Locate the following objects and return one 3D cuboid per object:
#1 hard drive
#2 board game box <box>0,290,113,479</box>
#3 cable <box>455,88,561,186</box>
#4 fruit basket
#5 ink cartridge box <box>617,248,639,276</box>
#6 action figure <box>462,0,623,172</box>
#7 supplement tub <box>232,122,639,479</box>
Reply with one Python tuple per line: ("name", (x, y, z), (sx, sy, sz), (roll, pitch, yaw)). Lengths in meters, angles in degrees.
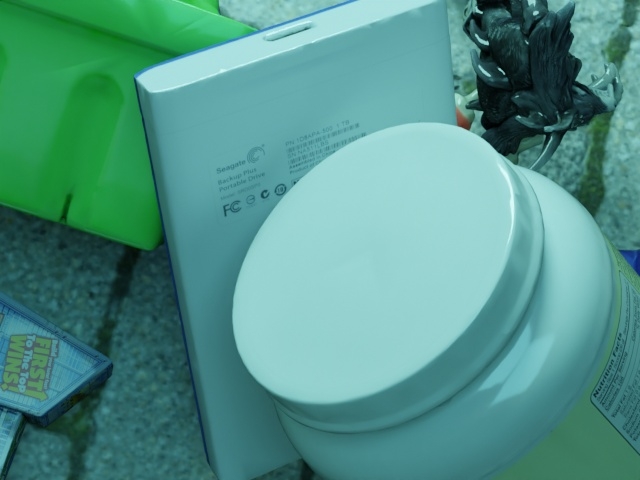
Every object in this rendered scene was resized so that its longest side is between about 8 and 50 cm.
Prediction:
("hard drive", (0.000, 0.000, 1.263), (0.210, 0.319, 0.040), (-21, 36, -19))
("board game box", (-0.255, 0.106, 1.318), (0.194, 0.060, 0.194), (18, 75, -2))
("cable", (0.031, -0.020, 1.375), (0.287, 0.072, 0.139), (-31, 80, -15))
("fruit basket", (-0.195, -0.206, 1.280), (0.392, 0.283, 0.392), (0, 91, -3))
("ink cartridge box", (0.367, 0.094, 1.399), (0.371, 0.069, 0.176), (3, 76, -4))
("action figure", (0.164, -0.158, 1.337), (0.141, 0.164, 0.276), (0, 49, -14))
("supplement tub", (0.115, 0.096, 1.205), (0.325, 0.235, 0.235), (44, 70, -41))
